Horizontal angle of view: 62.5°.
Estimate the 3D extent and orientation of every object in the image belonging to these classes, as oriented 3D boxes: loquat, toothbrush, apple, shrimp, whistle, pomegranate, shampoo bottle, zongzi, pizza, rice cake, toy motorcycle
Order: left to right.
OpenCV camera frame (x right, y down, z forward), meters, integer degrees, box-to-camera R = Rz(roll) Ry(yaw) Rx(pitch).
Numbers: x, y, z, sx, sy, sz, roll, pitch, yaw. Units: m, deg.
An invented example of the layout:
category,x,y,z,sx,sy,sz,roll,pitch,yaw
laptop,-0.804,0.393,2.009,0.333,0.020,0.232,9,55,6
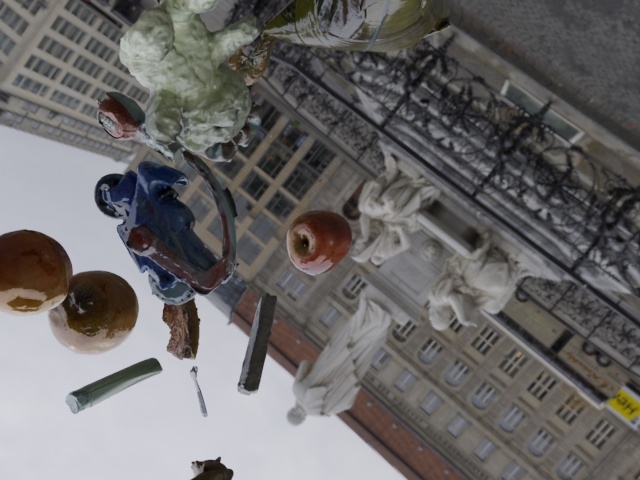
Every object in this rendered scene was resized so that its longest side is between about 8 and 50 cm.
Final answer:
category,x,y,z,sx,sy,sz,roll,pitch,yaw
pomegranate,-0.677,0.075,1.205,0.209,0.209,0.209,38,-174,-5
loquat,-0.846,0.267,1.970,0.328,0.328,0.328,38,-174,-5
shampoo bottle,-0.465,0.325,1.200,0.212,0.072,0.049,-19,-93,-48
whistle,-0.574,-0.353,1.650,0.346,0.142,0.134,34,-146,12
toy motorcycle,-0.297,-0.036,1.095,0.319,0.241,0.182,58,164,-4
pizza,-0.475,0.288,1.836,0.086,0.161,0.305,19,-143,-44
toothbrush,-0.407,0.512,1.773,0.024,0.288,0.026,4,-138,4
shrimp,-0.212,-0.598,1.657,0.133,0.236,0.053,17,-155,-34
rice cake,-0.142,0.234,1.217,0.049,0.055,0.269,31,-139,-21
apple,0.000,0.000,1.457,0.199,0.199,0.199,38,-174,-5
zongzi,0.010,-0.321,0.698,0.300,0.138,0.286,-1,-169,19

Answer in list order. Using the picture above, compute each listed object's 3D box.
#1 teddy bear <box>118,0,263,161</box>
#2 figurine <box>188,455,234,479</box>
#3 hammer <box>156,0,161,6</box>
category,x,y,z,sx,sy,sz,roll,pitch,yaw
teddy bear,-0.217,-0.312,1.078,0.362,0.327,0.375,47,163,-27
figurine,-0.449,0.918,1.973,0.177,0.247,0.173,59,156,-14
hammer,-0.375,-0.659,1.426,0.125,0.027,0.297,54,-154,-34
